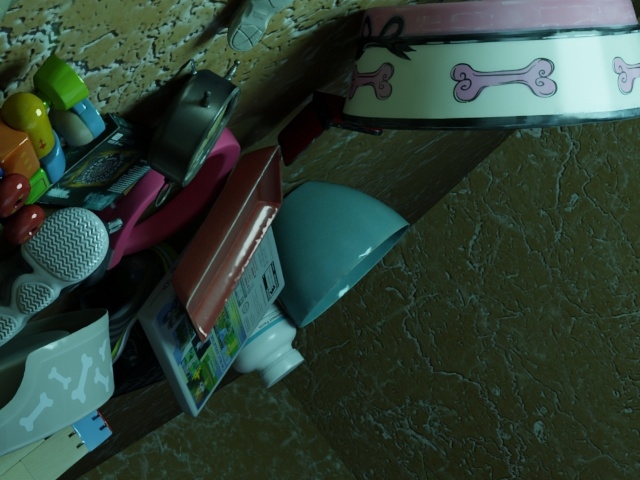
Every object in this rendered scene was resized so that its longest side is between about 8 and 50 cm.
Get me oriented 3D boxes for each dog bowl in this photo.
[{"bbox_3d":[0.227,-0.236,1.427,0.408,0.150,0.408,-2,-168,1],"label":"dog bowl"},{"bbox_3d":[-0.408,0.185,1.314,0.348,0.102,0.349,-17,-174,2],"label":"dog bowl"}]

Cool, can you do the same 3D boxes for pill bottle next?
[{"bbox_3d":[-0.146,0.152,2.119,0.146,0.264,0.146,-36,172,-6],"label":"pill bottle"}]

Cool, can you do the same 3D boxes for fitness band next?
[{"bbox_3d":[-0.211,-0.059,1.481,0.209,0.054,0.291,-36,173,-30],"label":"fitness band"}]

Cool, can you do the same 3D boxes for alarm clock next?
[{"bbox_3d":[-0.154,-0.114,1.246,0.192,0.064,0.129,-62,180,31],"label":"alarm clock"}]

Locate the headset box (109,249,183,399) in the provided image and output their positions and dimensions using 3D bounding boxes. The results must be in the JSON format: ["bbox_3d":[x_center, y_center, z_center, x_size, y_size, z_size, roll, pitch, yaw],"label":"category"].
[{"bbox_3d":[-0.278,0.138,1.953,0.283,0.131,0.246,-41,170,17],"label":"headset box"}]

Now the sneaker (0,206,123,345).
[{"bbox_3d":[-0.349,0.051,1.308,0.268,0.101,0.153,-32,180,9],"label":"sneaker"}]

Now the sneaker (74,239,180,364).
[{"bbox_3d":[-0.344,0.112,1.702,0.300,0.111,0.121,-49,161,20],"label":"sneaker"}]

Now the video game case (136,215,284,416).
[{"bbox_3d":[-0.166,0.092,1.786,0.300,0.036,0.329,-56,157,-27],"label":"video game case"}]

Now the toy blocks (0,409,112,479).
[{"bbox_3d":[-0.456,0.328,1.495,0.381,0.191,0.261,-33,-177,36],"label":"toy blocks"}]

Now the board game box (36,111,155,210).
[{"bbox_3d":[-0.247,-0.086,1.254,0.126,0.026,0.186,-39,172,7],"label":"board game box"}]

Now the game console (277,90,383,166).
[{"bbox_3d":[0.012,-0.153,1.575,0.144,0.124,0.085,-107,-150,-65],"label":"game console"}]

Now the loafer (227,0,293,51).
[{"bbox_3d":[-0.060,-0.253,1.142,0.045,0.039,0.125,17,130,-38],"label":"loafer"}]

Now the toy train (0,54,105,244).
[{"bbox_3d":[-0.255,-0.101,0.927,0.143,0.105,0.248,-46,174,-16],"label":"toy train"}]

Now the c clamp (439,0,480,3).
[{"bbox_3d":[0.204,-0.352,1.727,0.137,0.022,0.160,-45,169,37],"label":"c clamp"}]

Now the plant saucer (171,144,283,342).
[{"bbox_3d":[-0.135,0.003,1.583,0.259,0.047,0.258,-61,173,-15],"label":"plant saucer"}]

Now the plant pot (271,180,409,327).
[{"bbox_3d":[0.000,0.000,2.119,0.290,0.195,0.290,-43,173,-7],"label":"plant pot"}]

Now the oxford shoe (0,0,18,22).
[{"bbox_3d":[-0.250,-0.121,0.702,0.348,0.130,0.123,-37,171,-6],"label":"oxford shoe"}]
